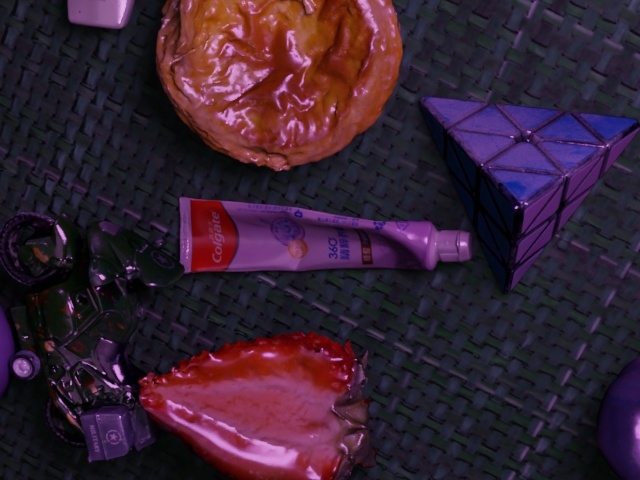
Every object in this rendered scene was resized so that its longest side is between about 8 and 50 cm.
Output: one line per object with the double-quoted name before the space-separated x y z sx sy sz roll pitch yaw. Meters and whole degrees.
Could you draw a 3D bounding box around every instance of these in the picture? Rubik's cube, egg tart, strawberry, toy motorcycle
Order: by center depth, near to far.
"Rubik's cube" 0.205 -0.063 1.141 0.190 0.178 0.211 -28 98 12
"egg tart" -0.039 -0.189 1.189 0.241 0.106 0.241 2 103 7
"strawberry" -0.061 0.177 1.269 0.228 0.098 0.174 -6 98 -2
"toy motorcycle" -0.218 0.095 1.284 0.187 0.125 0.274 -6 106 13

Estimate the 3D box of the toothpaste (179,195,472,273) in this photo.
"toothpaste" 0.000 0.000 1.257 0.301 0.048 0.075 2 115 15

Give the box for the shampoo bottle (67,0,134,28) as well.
"shampoo bottle" -0.207 -0.313 1.216 0.072 0.049 0.212 7 104 13

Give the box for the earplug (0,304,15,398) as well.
"earplug" -0.535 0.154 1.314 0.456 0.215 0.215 -14 101 10

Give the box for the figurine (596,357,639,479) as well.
"figurine" 0.345 0.219 1.205 0.145 0.145 0.222 -36 96 16
